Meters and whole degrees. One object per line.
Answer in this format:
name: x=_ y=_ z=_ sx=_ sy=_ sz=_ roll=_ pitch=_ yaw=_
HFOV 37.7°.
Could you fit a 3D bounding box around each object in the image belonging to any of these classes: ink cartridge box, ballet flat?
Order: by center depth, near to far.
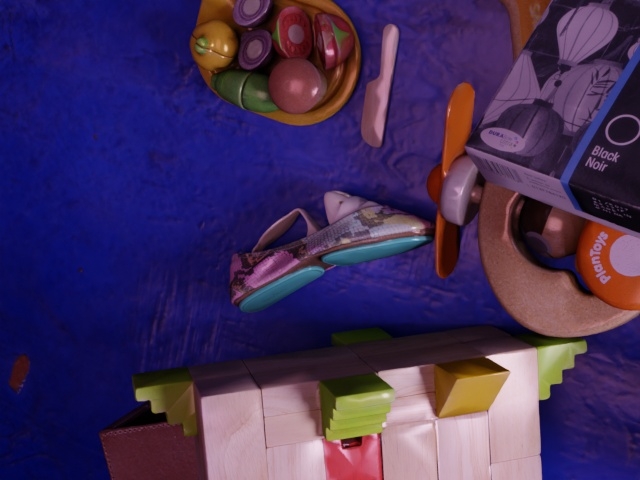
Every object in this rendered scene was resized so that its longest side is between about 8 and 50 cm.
ink cartridge box: x=0.255 y=-0.166 z=0.659 sx=0.165 sy=0.065 sz=0.333 roll=25 pitch=79 yaw=38
ballet flat: x=0.000 y=0.000 z=0.897 sx=0.221 sy=0.077 sz=0.079 roll=-23 pitch=71 yaw=24

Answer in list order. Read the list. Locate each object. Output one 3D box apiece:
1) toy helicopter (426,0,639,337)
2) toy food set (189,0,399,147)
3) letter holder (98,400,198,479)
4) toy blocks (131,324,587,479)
toy helicopter: x=0.184 y=-0.095 z=0.790 sx=0.234 sy=0.140 sz=0.355 roll=-10 pitch=85 yaw=32
toy food set: x=-0.037 y=-0.172 z=0.874 sx=0.217 sy=0.071 sz=0.128 roll=20 pitch=107 yaw=17
letter holder: x=-0.056 y=0.295 z=0.927 sx=0.214 sy=0.152 sz=0.302 roll=-11 pitch=95 yaw=22
toy blocks: x=0.042 y=0.227 z=0.818 sx=0.381 sy=0.190 sz=0.261 roll=-6 pitch=99 yaw=-14
